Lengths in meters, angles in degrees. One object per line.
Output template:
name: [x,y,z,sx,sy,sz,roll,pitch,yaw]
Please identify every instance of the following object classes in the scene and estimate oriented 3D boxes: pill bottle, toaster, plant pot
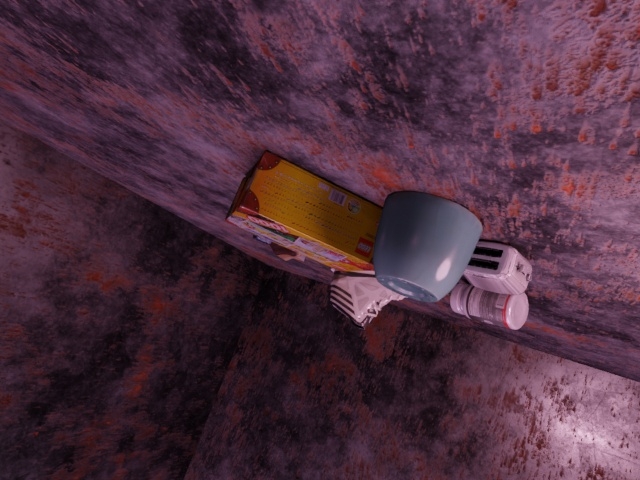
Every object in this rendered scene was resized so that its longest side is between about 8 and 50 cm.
pill bottle: [0.714,0.271,1.806,0.161,0.162,0.283,29,167,-35]
toaster: [0.531,0.080,1.323,0.226,0.129,0.146,12,163,46]
plant pot: [0.282,0.035,1.211,0.292,0.235,0.293,22,164,6]

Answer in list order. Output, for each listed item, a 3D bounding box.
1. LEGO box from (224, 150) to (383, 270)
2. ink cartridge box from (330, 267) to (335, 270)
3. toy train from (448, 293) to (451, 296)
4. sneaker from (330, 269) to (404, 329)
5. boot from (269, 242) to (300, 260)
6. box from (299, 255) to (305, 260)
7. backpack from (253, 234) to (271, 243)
LEGO box: [-0.043,-0.072,1.460,0.499,0.193,0.372,24,168,-16]
ink cartridge box: [0.198,0.176,2.414,0.198,0.115,0.273,16,168,21]
toy train: [0.732,0.310,2.343,0.083,0.017,0.023,29,177,-35]
sneaker: [0.253,0.242,1.698,0.446,0.258,0.169,8,162,9]
boot: [-0.197,0.006,2.377,0.248,0.090,0.207,-29,112,40]
box: [-0.181,0.048,2.560,0.170,0.091,0.130,15,168,28]
backpack: [-0.288,-0.047,2.238,0.105,0.115,0.084,25,168,-34]
